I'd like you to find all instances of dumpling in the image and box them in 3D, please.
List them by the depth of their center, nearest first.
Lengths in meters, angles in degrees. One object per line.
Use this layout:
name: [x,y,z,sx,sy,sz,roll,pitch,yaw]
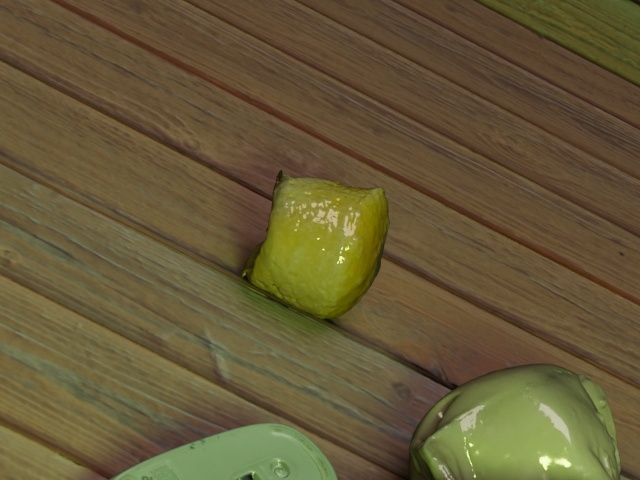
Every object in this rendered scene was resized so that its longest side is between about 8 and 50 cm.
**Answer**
dumpling: [0.256,0.303,1.773,0.395,0.233,0.315,-18,86,-56]

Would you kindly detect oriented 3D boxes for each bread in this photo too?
bread: [0.001,0.004,1.980,0.170,0.197,0.197,21,31,0]

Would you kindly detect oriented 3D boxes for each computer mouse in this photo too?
computer mouse: [-0.103,0.286,1.561,0.288,0.097,0.159,-18,55,-37]
